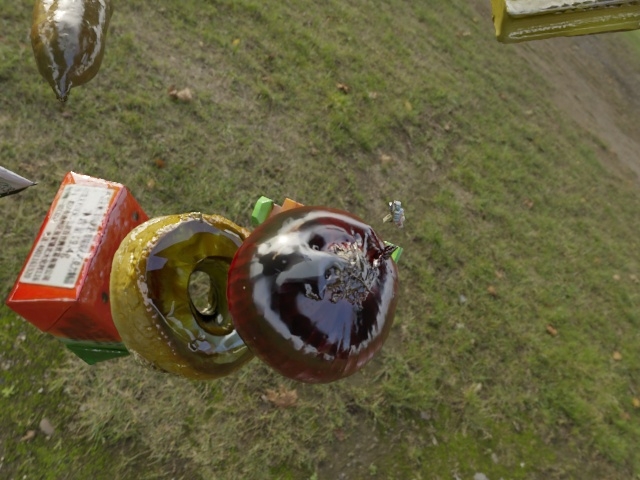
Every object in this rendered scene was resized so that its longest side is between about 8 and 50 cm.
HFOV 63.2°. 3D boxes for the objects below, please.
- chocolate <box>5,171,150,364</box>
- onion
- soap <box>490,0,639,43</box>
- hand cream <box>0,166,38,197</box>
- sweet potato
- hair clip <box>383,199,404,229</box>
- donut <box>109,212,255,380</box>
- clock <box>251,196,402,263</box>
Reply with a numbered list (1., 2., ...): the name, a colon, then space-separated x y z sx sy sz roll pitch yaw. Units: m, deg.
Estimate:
1. chocolate: -0.518 0.076 1.248 0.162 0.341 0.360 0 57 11
2. onion: -0.023 0.082 0.797 0.273 0.285 0.273 12 68 -33
3. soap: 0.373 -0.372 0.765 0.233 0.076 0.135 -6 70 7
4. hand cream: -0.778 -0.170 1.113 0.336 0.121 0.076 48 35 -65
5. sweet potato: -0.519 -0.435 1.084 0.158 0.158 0.369 14 42 -30
6. hair clip: 0.208 -0.068 1.428 0.056 0.214 0.062 0 82 2
7. donut: -0.215 0.099 0.970 0.330 0.160 0.329 4 84 -48
8. clock: 0.000 0.000 1.093 0.255 0.106 0.220 22 1 -39
